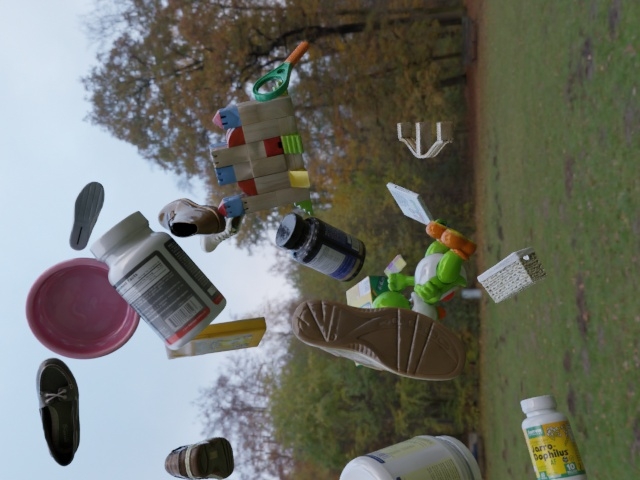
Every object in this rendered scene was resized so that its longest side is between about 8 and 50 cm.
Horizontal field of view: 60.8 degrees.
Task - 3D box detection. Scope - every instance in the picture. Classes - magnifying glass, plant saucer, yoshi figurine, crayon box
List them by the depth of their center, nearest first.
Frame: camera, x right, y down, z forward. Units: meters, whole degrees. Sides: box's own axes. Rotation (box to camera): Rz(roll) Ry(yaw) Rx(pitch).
[{"bbox_3d":[-0.094,-0.433,1.397,0.231,0.092,0.026,-58,-36,-27],"label":"magnifying glass"},{"bbox_3d":[0.262,0.124,1.504,0.203,0.202,0.363,9,-72,-58],"label":"yoshi figurine"},{"bbox_3d":[-0.730,0.205,1.702,0.084,0.331,0.333,-133,35,-68],"label":"plant saucer"},{"bbox_3d":[0.176,0.279,1.878,0.165,0.081,0.279,-43,48,54],"label":"crayon box"}]

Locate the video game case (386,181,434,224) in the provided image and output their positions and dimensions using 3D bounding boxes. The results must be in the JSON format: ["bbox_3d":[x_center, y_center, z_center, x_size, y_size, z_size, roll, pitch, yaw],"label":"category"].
[{"bbox_3d":[0.296,-0.114,1.770,0.019,0.143,0.157,-48,-49,-9],"label":"video game case"}]

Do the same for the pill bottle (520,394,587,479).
[{"bbox_3d":[0.582,0.506,1.382,0.118,0.117,0.209,59,-161,-63],"label":"pill bottle"}]

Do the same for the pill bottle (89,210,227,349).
[{"bbox_3d":[-0.452,0.107,1.526,0.363,0.210,0.210,50,-158,-7],"label":"pill bottle"}]

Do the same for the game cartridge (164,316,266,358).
[{"bbox_3d":[-0.356,0.334,1.834,0.285,0.323,0.053,118,141,-65],"label":"game cartridge"}]

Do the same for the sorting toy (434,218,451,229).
[{"bbox_3d":[0.440,-0.031,1.965,0.102,0.061,0.042,72,-170,-48],"label":"sorting toy"}]

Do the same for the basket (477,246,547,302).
[{"bbox_3d":[0.595,0.109,1.686,0.113,0.167,0.103,-12,-114,-41],"label":"basket"}]

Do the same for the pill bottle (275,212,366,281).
[{"bbox_3d":[0.000,0.014,1.397,0.219,0.122,0.123,26,-127,-27],"label":"pill bottle"}]

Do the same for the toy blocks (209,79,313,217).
[{"bbox_3d":[-0.185,-0.232,1.505,0.191,0.260,0.382,-118,17,-66],"label":"toy blocks"}]

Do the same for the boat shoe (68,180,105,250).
[{"bbox_3d":[-0.749,-0.080,1.732,0.075,0.083,0.227,13,82,67],"label":"boat shoe"}]

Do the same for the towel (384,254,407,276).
[{"bbox_3d":[0.261,0.094,1.888,0.009,0.083,0.060,30,-164,-39],"label":"towel"}]

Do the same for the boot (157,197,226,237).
[{"bbox_3d":[-0.420,-0.060,1.634,0.115,0.305,0.113,-23,-70,-43],"label":"boot"}]

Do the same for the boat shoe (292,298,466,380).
[{"bbox_3d":[0.117,0.192,1.078,0.110,0.340,0.122,56,-129,-65],"label":"boat shoe"}]

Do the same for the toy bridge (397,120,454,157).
[{"bbox_3d":[0.183,-0.179,0.972,0.188,0.026,0.063,-143,46,-72],"label":"toy bridge"}]

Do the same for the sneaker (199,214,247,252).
[{"bbox_3d":[-0.358,-0.042,2.000,0.229,0.092,0.087,-54,-30,11],"label":"sneaker"}]

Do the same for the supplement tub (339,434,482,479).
[{"bbox_3d":[0.234,0.642,1.402,0.324,0.235,0.236,-2,-89,-36],"label":"supplement tub"}]

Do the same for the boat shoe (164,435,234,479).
[{"bbox_3d":[-0.274,0.497,1.241,0.257,0.095,0.095,66,-166,-64],"label":"boat shoe"}]

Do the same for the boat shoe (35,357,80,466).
[{"bbox_3d":[-0.773,0.514,1.627,0.095,0.112,0.336,31,125,59],"label":"boat shoe"}]
